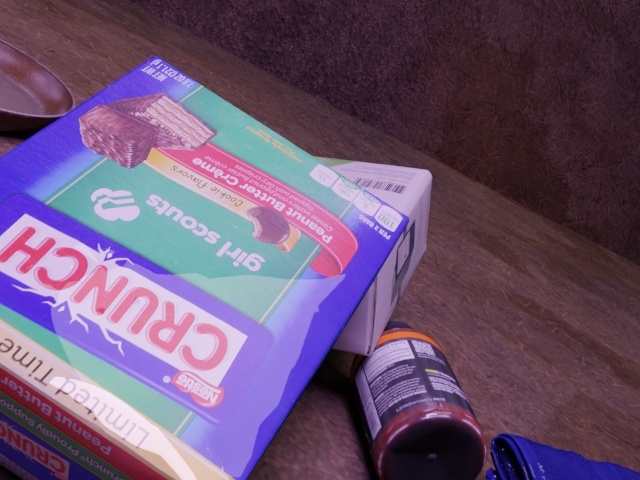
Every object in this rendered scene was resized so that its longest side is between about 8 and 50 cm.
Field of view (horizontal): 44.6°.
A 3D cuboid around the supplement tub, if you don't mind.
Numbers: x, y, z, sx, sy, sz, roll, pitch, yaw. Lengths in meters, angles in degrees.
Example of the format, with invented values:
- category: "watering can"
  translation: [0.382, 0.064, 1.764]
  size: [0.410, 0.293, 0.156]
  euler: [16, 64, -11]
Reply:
- category: "supplement tub"
  translation: [0.088, 0.157, 0.777]
  size: [0.106, 0.106, 0.198]
  euler: [25, 18, -17]

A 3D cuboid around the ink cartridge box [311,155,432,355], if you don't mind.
- category: "ink cartridge box"
  translation: [0.000, 0.000, 0.873]
  size: [0.198, 0.115, 0.273]
  euler: [9, 24, 16]

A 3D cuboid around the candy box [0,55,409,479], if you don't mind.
- category: "candy box"
  translation: [-0.118, 0.029, 0.581]
  size: [0.268, 0.122, 0.317]
  euler: [32, 44, 4]

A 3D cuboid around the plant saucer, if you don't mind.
- category: "plant saucer"
  translation: [-0.472, -0.221, 1.002]
  size: [0.310, 0.050, 0.311]
  euler: [27, 18, -10]

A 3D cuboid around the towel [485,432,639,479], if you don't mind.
- category: "towel"
  translation: [0.312, 0.319, 0.769]
  size: [0.308, 0.076, 0.228]
  euler: [22, 26, -27]
